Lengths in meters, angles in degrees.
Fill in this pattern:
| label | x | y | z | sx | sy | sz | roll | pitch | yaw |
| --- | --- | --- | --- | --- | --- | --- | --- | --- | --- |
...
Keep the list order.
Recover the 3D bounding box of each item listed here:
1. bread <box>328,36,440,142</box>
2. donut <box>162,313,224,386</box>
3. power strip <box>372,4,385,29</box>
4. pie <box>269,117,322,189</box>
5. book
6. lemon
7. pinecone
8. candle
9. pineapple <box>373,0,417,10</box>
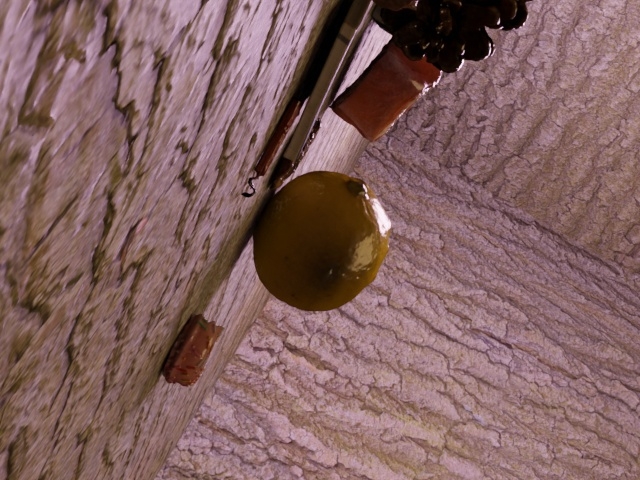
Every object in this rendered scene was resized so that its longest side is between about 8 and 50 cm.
| label | x | y | z | sx | sy | sz | roll | pitch | yaw |
| --- | --- | --- | --- | --- | --- | --- | --- | --- | --- |
| bread | 0.128 | -0.292 | 2.033 | 0.244 | 0.123 | 0.190 | -42 | -177 | 45 |
| donut | -0.232 | 0.208 | 1.867 | 0.117 | 0.065 | 0.166 | -59 | 176 | -34 |
| power strip | 0.147 | -0.442 | 2.004 | 0.093 | 0.053 | 0.288 | -59 | 177 | 10 |
| pie | -0.049 | -0.141 | 1.817 | 0.170 | 0.034 | 0.092 | -54 | -177 | 33 |
| book | 0.021 | -0.267 | 1.564 | 0.269 | 0.025 | 0.190 | 118 | -4 | -46 |
| lemon | -0.001 | 0.002 | 2.012 | 0.284 | 0.261 | 0.260 | 100 | 17 | -49 |
| pinecone | 0.192 | -0.380 | 1.589 | 0.257 | 0.243 | 0.243 | -34 | 163 | -34 |
| candle | -0.070 | -0.134 | 1.543 | 0.167 | 0.021 | 0.026 | -61 | 177 | 16 |
| pineapple | 0.145 | -0.409 | 1.350 | 0.277 | 0.130 | 0.119 | -59 | 176 | -32 |
